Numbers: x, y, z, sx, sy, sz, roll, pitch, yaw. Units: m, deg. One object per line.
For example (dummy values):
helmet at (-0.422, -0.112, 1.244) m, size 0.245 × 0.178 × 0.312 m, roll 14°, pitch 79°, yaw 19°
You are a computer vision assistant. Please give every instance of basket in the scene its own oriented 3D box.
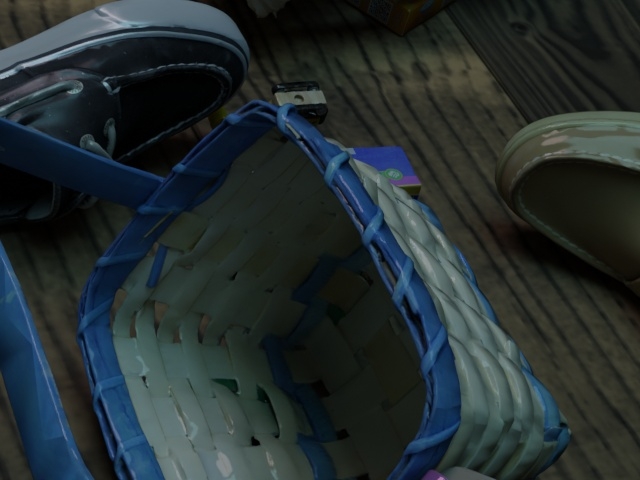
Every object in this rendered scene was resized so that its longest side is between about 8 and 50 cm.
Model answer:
basket at (-0.038, 0.058, 0.754) m, size 0.289 × 0.201 × 0.254 m, roll 23°, pitch 30°, yaw -44°

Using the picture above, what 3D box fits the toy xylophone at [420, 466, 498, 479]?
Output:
toy xylophone at (0.155, 0.214, 0.645) m, size 0.236 × 0.081 × 0.322 m, roll -39°, pitch 90°, yaw -13°

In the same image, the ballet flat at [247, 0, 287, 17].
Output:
ballet flat at (0.074, -0.259, 1.195) m, size 0.409 × 0.147 × 0.147 m, roll -26°, pitch 57°, yaw -33°

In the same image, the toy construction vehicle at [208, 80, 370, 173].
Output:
toy construction vehicle at (-0.017, -0.059, 1.041) m, size 0.098 × 0.035 × 0.086 m, roll -8°, pitch 59°, yaw -23°

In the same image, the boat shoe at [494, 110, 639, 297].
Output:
boat shoe at (0.253, 0.010, 1.006) m, size 0.302 × 0.109 × 0.098 m, roll 22°, pitch 40°, yaw -4°

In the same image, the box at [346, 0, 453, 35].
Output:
box at (0.034, -0.214, 1.225) m, size 0.136 × 0.028 × 0.081 m, roll 36°, pitch 45°, yaw 16°

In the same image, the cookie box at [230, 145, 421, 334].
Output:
cookie box at (0.000, 0.000, 0.920) m, size 0.092 × 0.107 × 0.040 m, roll -4°, pitch 41°, yaw -22°

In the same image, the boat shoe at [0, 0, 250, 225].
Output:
boat shoe at (-0.163, -0.058, 0.931) m, size 0.301 × 0.108 × 0.102 m, roll -16°, pitch 52°, yaw -29°
